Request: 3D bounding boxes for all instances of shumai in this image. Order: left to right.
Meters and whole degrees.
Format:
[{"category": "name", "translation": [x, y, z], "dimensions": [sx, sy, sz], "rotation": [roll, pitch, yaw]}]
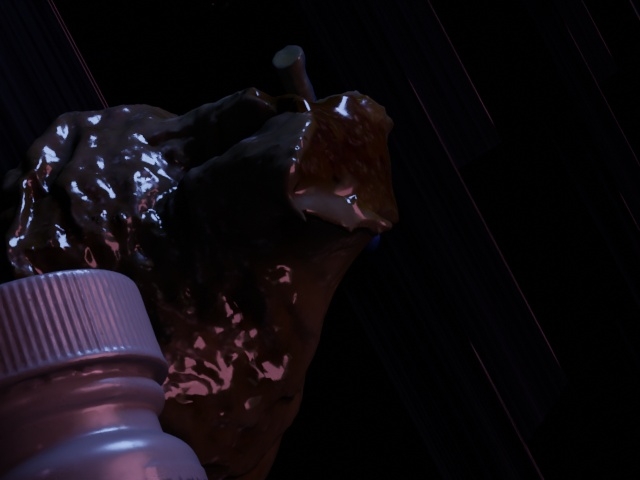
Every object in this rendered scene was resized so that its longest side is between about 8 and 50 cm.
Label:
[{"category": "shumai", "translation": [-0.039, 0.013, 0.854], "dimensions": [0.166, 0.175, 0.206], "rotation": [35, 36, -53]}]

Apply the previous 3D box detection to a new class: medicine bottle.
[{"category": "medicine bottle", "translation": [-0.089, 0.106, 0.708], "dimensions": [0.105, 0.105, 0.168], "rotation": [18, 48, -64]}]

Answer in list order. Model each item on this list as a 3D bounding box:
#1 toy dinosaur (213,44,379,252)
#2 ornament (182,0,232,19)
[{"category": "toy dinosaur", "translation": [0.000, 0.000, 1.145], "dimensions": [0.188, 0.075, 0.248], "rotation": [59, 12, -33]}, {"category": "ornament", "translation": [-0.093, -0.202, 1.129], "dimensions": [0.088, 0.081, 0.203], "rotation": [37, -4, 30]}]
